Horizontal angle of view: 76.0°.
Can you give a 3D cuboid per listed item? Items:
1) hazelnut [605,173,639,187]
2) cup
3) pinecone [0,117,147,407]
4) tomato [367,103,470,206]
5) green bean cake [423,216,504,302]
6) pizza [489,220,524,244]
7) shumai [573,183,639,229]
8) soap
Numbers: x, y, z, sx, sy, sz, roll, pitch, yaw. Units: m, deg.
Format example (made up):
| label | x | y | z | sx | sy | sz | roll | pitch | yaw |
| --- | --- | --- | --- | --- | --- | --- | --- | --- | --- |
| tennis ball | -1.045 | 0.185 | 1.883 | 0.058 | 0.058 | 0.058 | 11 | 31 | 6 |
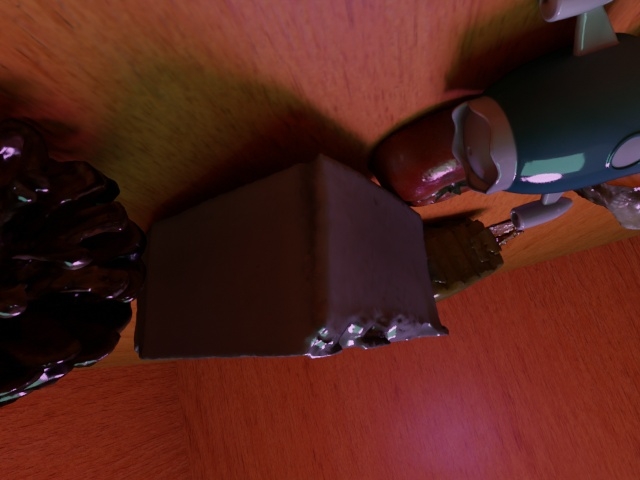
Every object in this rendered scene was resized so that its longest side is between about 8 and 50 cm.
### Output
| label | x | y | z | sx | sy | sz | roll | pitch | yaw |
| --- | --- | --- | --- | --- | --- | --- | --- | --- | --- |
| hazelnut | 0.434 | -0.162 | 0.538 | 0.182 | 0.182 | 0.182 | -13 | 164 | -4 |
| cup | 0.249 | -0.127 | 0.463 | 0.173 | 0.167 | 0.299 | -17 | 133 | 1 |
| pinecone | -0.305 | 0.023 | 0.348 | 0.296 | 0.242 | 0.298 | -24 | -178 | 24 |
| tomato | 0.190 | -0.112 | 0.622 | 0.225 | 0.085 | 0.225 | -16 | 164 | -5 |
| green bean cake | 0.299 | 0.060 | 1.131 | 0.285 | 0.202 | 0.310 | -21 | 169 | -24 |
| pizza | 0.566 | -0.009 | 1.310 | 0.154 | 0.069 | 0.194 | 0 | 160 | -38 |
| shumai | 0.682 | -0.067 | 0.718 | 0.395 | 0.348 | 0.395 | -14 | 170 | -3 |
| soap | -0.076 | 0.065 | 0.636 | 0.435 | 0.212 | 0.350 | -14 | 166 | 35 |
